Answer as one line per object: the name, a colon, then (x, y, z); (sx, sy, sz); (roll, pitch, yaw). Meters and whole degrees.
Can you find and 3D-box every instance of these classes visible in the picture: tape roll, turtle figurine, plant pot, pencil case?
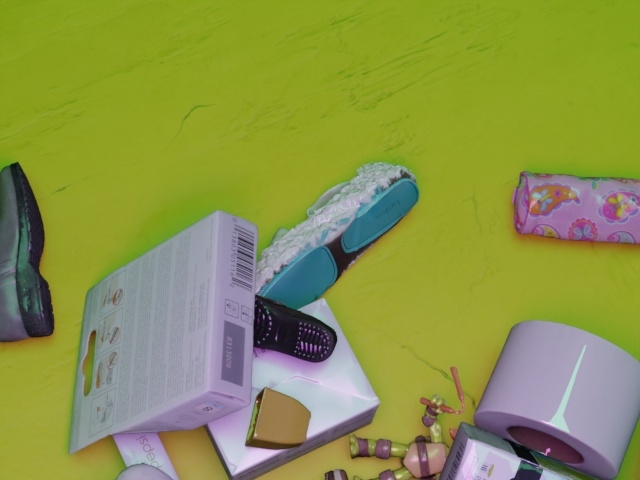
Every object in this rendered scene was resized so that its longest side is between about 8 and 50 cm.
tape roll: (0.391, 0.260, 1.825); (0.246, 0.246, 0.169); (25, 70, 7)
turtle figurine: (0.158, 0.348, 1.856); (0.217, 0.087, 0.269); (-6, 89, 0)
plant pot: (-0.061, 0.280, 1.726); (0.083, 0.081, 0.081); (16, 68, -8)
pencil case: (0.492, -0.059, 2.031); (0.284, 0.124, 0.124); (2, 68, -3)

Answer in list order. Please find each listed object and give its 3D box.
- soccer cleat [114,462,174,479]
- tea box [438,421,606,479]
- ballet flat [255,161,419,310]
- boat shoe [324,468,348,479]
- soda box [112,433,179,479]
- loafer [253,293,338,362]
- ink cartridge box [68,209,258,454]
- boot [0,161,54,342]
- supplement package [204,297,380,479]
soccer cleat: (-0.187, 0.469, 1.701); (0.116, 0.143, 0.331); (-47, 110, -5)
tea box: (0.305, 0.492, 1.691); (0.324, 0.220, 0.329); (21, 89, 4)
ballet flat: (0.000, 0.000, 1.988); (0.409, 0.147, 0.147); (-38, 75, -19)
boat shoe: (0.002, 0.493, 1.793); (0.095, 0.095, 0.257); (-1, 68, 3)
soda box: (-0.271, 0.380, 1.830); (0.069, 0.074, 0.216); (-26, 72, -12)
loafer: (-0.069, 0.138, 1.788); (0.220, 0.078, 0.080); (23, 97, 22)
ink cartridge box: (-0.255, 0.162, 1.803); (0.091, 0.385, 0.308); (24, 53, -36)
boot: (-0.592, 0.030, 1.937); (0.223, 0.118, 0.338); (-11, 65, -2)
supplement package: (-0.069, 0.252, 1.855); (0.262, 0.145, 0.204); (-24, 71, -12)
